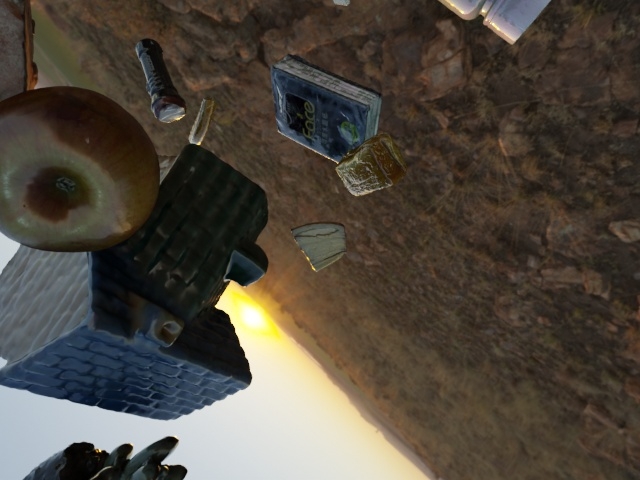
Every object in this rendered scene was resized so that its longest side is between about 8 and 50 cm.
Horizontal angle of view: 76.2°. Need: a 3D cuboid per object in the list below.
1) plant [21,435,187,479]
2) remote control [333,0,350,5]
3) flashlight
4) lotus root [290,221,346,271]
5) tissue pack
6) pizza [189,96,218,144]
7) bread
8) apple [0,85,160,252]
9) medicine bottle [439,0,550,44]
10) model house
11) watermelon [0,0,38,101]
[{"bbox_3d":[-0.349,0.397,0.660,0.149,0.275,0.146,43,-147,-59],"label":"plant"},{"bbox_3d":[0.027,-0.622,0.927,0.061,0.029,0.162,47,172,44],"label":"remote control"},{"bbox_3d":[-0.441,-0.437,1.108,0.093,0.093,0.232,100,146,-74],"label":"flashlight"},{"bbox_3d":[0.004,0.001,1.090,0.095,0.135,0.159,-99,-5,-53],"label":"lotus root"},{"bbox_3d":[0.009,-0.260,0.847,0.235,0.073,0.173,32,150,20],"label":"tissue pack"},{"bbox_3d":[-0.416,-0.420,1.444,0.056,0.134,0.271,20,142,-21],"label":"pizza"},{"bbox_3d":[0.072,-0.105,0.586,0.074,0.053,0.132,55,164,-7],"label":"bread"},{"bbox_3d":[-0.315,-0.086,0.517,0.211,0.211,0.188,51,-178,-28],"label":"apple"},{"bbox_3d":[0.296,-0.582,0.805,0.379,0.213,0.213,39,167,2],"label":"medicine bottle"},{"bbox_3d":[-0.273,0.089,0.752,0.400,0.445,0.395,7,152,40],"label":"model house"},{"bbox_3d":[-0.527,-0.281,0.543,0.283,0.250,0.292,140,127,-60],"label":"watermelon"}]
